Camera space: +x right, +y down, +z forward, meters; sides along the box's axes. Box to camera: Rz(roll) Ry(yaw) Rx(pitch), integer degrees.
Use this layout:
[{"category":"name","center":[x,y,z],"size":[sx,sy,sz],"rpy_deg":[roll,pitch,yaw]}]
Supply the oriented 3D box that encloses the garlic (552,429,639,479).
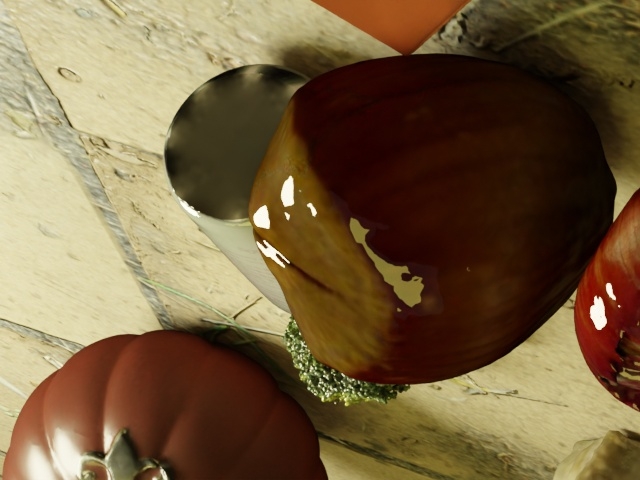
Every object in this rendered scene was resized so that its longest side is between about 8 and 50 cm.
[{"category":"garlic","center":[0.305,0.338,1.642],"size":[0.246,0.231,0.340],"rpy_deg":[12,148,24]}]

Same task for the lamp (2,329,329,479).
[{"category":"lamp","center":[-0.142,0.228,1.817],"size":[0.303,0.257,0.303],"rpy_deg":[5,115,12]}]

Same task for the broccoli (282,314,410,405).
[{"category":"broccoli","center":[0.020,0.093,1.608],"size":[0.097,0.095,0.092],"rpy_deg":[-16,166,33]}]

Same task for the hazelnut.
[{"category":"hazelnut","center":[0.069,-0.018,1.185],"size":[0.181,0.181,0.212],"rpy_deg":[28,142,25]}]

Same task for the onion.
[{"category":"onion","center":[0.247,0.001,1.083],"size":[0.230,0.163,0.230],"rpy_deg":[-6,147,-4]}]

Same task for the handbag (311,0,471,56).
[{"category":"handbag","center":[0.033,-0.172,1.035],"size":[0.127,0.062,0.190],"rpy_deg":[30,160,-10]}]

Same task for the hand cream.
[{"category":"hand cream","center":[0.000,0.000,1.404],"size":[0.185,0.118,0.358],"rpy_deg":[13,162,21]}]
